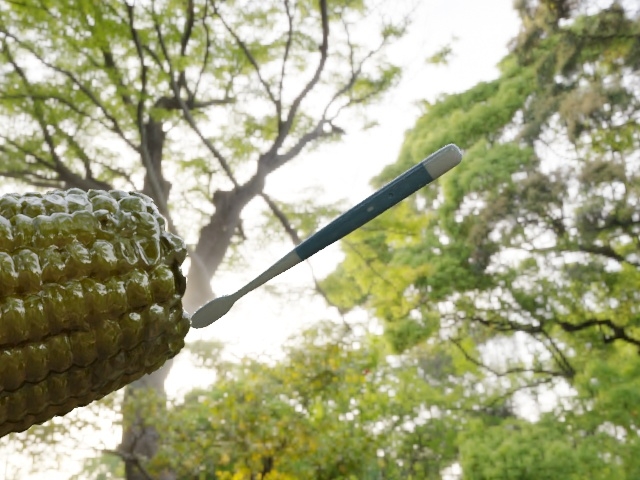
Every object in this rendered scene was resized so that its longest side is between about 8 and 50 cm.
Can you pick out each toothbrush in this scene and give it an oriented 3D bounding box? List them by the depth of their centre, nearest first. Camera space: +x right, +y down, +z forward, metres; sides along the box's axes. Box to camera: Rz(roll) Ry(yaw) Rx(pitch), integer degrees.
[{"bbox_3d":[0.000,0.000,0.699,0.276,0.019,0.025,-33,5,14],"label":"toothbrush"}]

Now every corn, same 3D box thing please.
[{"bbox_3d":[-0.223,0.049,0.363,0.345,0.131,0.131,-10,-17,-30],"label":"corn"}]
